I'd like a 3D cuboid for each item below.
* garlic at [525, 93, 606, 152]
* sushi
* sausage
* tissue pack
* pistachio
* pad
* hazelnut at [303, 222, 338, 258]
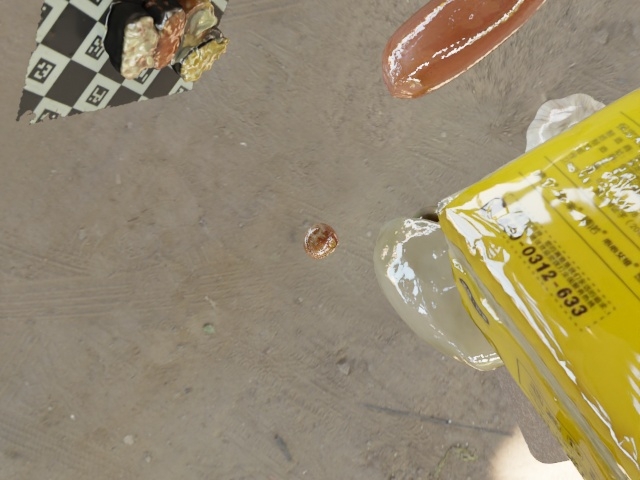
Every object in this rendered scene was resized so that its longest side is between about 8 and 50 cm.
[{"bbox_3d":[0.516,-0.219,1.329,0.199,0.226,0.199,0,90,25],"label":"garlic"},{"bbox_3d":[-0.181,-0.240,0.716,0.050,0.290,0.264,41,123,13],"label":"sushi"},{"bbox_3d":[0.134,-0.197,0.565,0.194,0.077,0.077,-40,88,1],"label":"sausage"},{"bbox_3d":[0.315,0.082,0.513,0.293,0.228,0.382,-31,54,2],"label":"tissue pack"},{"bbox_3d":[0.199,0.065,0.931,0.288,0.166,0.197,46,136,25],"label":"pistachio"},{"bbox_3d":[0.404,0.254,1.103,0.176,0.002,0.266,-24,88,30],"label":"pad"},{"bbox_3d":[0.000,0.000,1.505,0.086,0.086,0.086,3,100,15],"label":"hazelnut"}]
